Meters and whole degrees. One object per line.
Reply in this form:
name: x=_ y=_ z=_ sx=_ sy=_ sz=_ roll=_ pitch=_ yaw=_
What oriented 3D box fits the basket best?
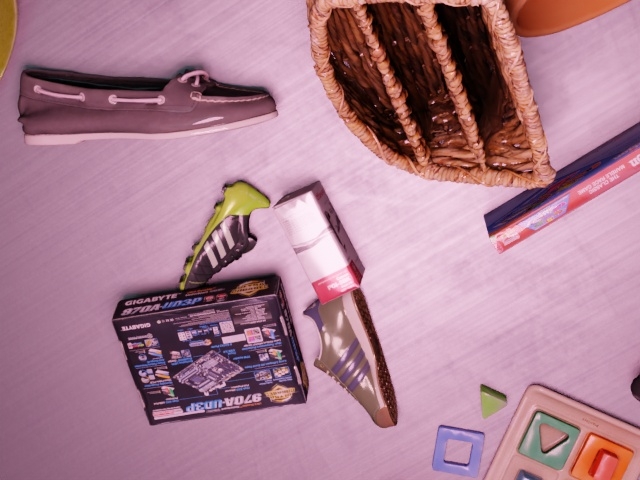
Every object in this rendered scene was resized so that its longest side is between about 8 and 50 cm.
basket: x=0.105 y=-0.189 z=1.172 sx=0.213 sy=0.223 sz=0.299 roll=-20 pitch=139 yaw=8

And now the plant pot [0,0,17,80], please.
plant pot: x=-0.571 y=-0.285 z=1.290 sx=0.293 sy=0.275 sz=0.275 roll=32 pitch=103 yaw=15

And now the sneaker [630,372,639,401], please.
sneaker: x=0.474 y=0.077 z=1.324 sx=0.283 sy=0.107 sz=0.124 roll=-44 pitch=79 yaw=8

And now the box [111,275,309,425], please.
box: x=-0.139 y=0.145 z=1.388 sx=0.220 sy=0.051 sz=0.175 roll=-10 pitch=119 yaw=8

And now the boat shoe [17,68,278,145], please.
boat shoe: x=-0.222 y=-0.177 z=1.331 sx=0.335 sy=0.112 sz=0.096 roll=-4 pitch=105 yaw=10

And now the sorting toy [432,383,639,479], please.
sorting toy: x=0.320 y=0.308 z=1.398 sx=0.347 sy=0.047 sz=0.196 roll=23 pitch=102 yaw=1

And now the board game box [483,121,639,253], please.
board game box: x=0.323 y=-0.080 z=1.272 sx=0.281 sy=0.145 sz=0.027 roll=-32 pitch=96 yaw=11

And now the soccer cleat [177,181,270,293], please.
soccer cleat: x=-0.126 y=0.010 z=1.385 sx=0.072 sy=0.060 sz=0.179 roll=27 pitch=101 yaw=-8

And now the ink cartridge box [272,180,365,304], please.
ink cartridge box: x=0.000 y=0.000 z=1.346 sx=0.056 sy=0.099 sz=0.135 roll=-26 pitch=98 yaw=10

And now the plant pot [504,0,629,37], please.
plant pot: x=0.292 y=-0.384 z=1.163 sx=0.290 sy=0.291 sz=0.204 roll=-27 pitch=81 yaw=11

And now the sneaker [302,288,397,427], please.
sneaker: x=0.035 y=0.158 z=1.396 sx=0.086 sy=0.064 sz=0.192 roll=-15 pitch=99 yaw=17
